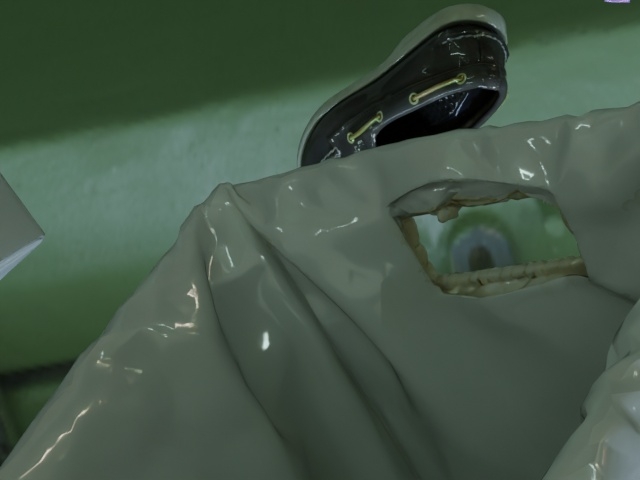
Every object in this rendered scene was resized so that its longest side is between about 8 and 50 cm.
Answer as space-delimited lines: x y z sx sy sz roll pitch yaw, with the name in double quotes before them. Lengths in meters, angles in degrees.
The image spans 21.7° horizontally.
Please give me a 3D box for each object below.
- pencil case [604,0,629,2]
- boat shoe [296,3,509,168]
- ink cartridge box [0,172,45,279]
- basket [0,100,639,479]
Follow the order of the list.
"pencil case" 0.252 -0.305 1.357 0.086 0.088 0.206 -1 118 -7
"boat shoe" 0.054 -0.079 1.206 0.081 0.068 0.228 15 142 -28
"ink cartridge box" -0.328 -0.032 0.897 0.270 0.197 0.198 54 144 -2
"basket" 0.051 0.151 0.703 0.328 0.331 0.266 -9 124 42
